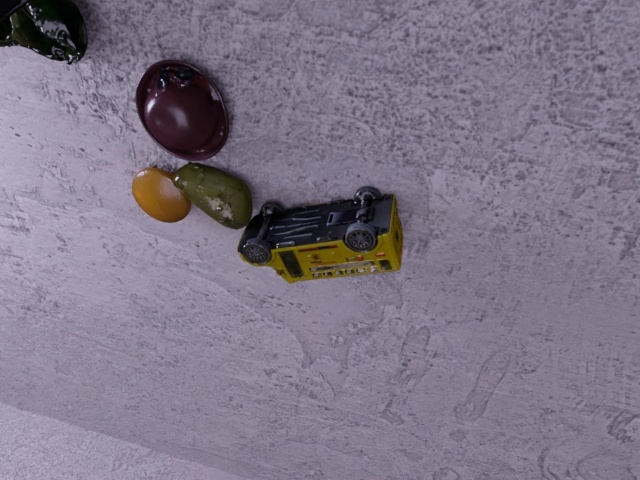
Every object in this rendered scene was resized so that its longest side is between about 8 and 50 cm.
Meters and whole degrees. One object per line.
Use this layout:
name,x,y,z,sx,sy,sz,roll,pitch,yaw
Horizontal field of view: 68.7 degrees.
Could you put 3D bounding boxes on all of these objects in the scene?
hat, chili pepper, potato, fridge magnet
hat,-0.275,-0.240,0.907,0.206,0.089,0.205,9,130,11
chili pepper,-0.533,-0.407,0.851,0.265,0.116,0.148,17,115,5
potato,-0.227,-0.101,1.009,0.188,0.105,0.085,29,174,-4
fridge magnet,-0.359,-0.104,1.066,0.143,0.063,0.142,8,129,11

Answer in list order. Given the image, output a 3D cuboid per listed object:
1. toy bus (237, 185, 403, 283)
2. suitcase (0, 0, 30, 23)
toy bus,0.000,0.000,0.980,0.331,0.144,0.152,-7,130,21
suitcase,-0.574,-0.479,0.675,0.346,0.188,0.338,-21,89,21
